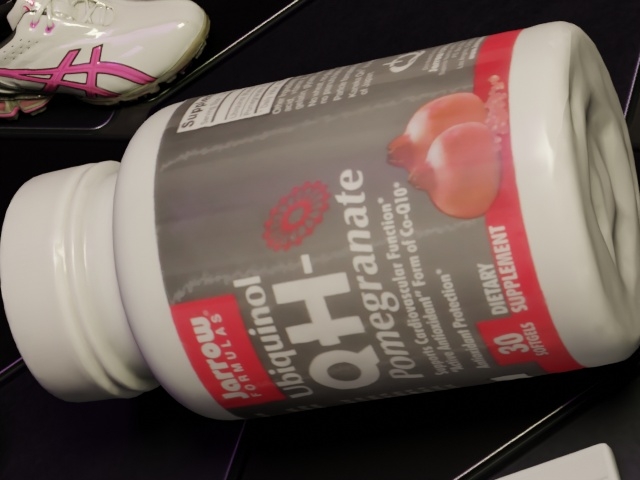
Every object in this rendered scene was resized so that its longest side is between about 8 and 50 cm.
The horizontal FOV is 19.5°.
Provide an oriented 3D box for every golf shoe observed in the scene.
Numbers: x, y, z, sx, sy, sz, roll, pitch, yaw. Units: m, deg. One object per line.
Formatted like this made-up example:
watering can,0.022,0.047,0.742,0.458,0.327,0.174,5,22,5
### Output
golf shoe,-0.165,-0.131,1.220,0.186,0.086,0.067,-10,52,19

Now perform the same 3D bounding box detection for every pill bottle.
pill bottle,0.000,0.000,0.983,0.318,0.176,0.176,-11,53,20

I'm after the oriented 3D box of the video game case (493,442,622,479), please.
video game case,0.093,0.189,0.905,0.143,0.019,0.157,-21,51,13
